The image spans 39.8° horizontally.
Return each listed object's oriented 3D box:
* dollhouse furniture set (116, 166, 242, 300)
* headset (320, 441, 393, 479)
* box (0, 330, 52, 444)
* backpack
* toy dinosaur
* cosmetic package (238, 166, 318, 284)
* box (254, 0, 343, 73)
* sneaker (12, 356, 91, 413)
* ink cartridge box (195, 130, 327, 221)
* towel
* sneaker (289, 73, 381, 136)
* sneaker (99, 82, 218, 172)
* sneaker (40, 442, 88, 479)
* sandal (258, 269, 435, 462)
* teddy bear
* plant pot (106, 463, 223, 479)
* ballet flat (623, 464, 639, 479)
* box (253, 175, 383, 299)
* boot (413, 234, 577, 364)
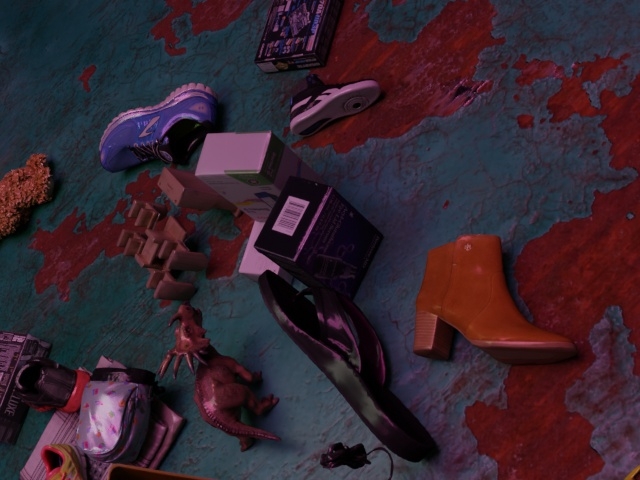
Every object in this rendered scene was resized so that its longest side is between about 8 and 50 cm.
[{"bbox_3d":[-0.294,-0.019,1.911,0.212,0.161,0.242,44,115,41],"label":"dollhouse furniture set"},{"bbox_3d":[0.123,0.479,1.288,0.243,0.185,0.394,-33,62,15],"label":"headset"},{"bbox_3d":[-0.792,0.330,2.069,0.307,0.076,0.242,1,66,35],"label":"box"},{"bbox_3d":[-0.399,0.339,1.710,0.152,0.115,0.182,-4,68,28],"label":"backpack"},{"bbox_3d":[-0.194,0.270,1.609,0.127,0.200,0.296,-43,50,7],"label":"toy dinosaur"},{"bbox_3d":[-0.078,-0.031,1.789,0.099,0.060,0.239,3,67,35],"label":"cosmetic package"},{"bbox_3d":[-0.046,-0.496,2.031,0.175,0.051,0.220,0,65,34],"label":"box"},{"bbox_3d":[-0.577,0.296,1.827,0.276,0.135,0.098,-10,57,52],"label":"sneaker"},{"bbox_3d":[-0.108,-0.117,1.678,0.154,0.212,0.093,1,69,33],"label":"ink cartridge box"},{"bbox_3d":[-0.454,0.420,1.802,0.312,0.056,0.324,26,81,41],"label":"towel"},{"bbox_3d":[0.021,-0.317,1.867,0.217,0.079,0.121,-23,56,24],"label":"sneaker"},{"bbox_3d":[-0.384,-0.240,2.071,0.330,0.130,0.147,-26,51,20],"label":"sneaker"},{"bbox_3d":[-0.492,0.480,1.713,0.081,0.094,0.208,-42,54,6],"label":"sneaker"},{"bbox_3d":[0.056,0.185,1.518,0.107,0.167,0.446,-50,57,9],"label":"sandal"},{"bbox_3d":[-0.829,-0.097,2.309,0.338,0.113,0.245,-29,50,18],"label":"teddy bear"},{"bbox_3d":[-0.290,0.521,1.520,0.187,0.212,0.212,132,148,-59],"label":"plant pot"},{"bbox_3d":[0.456,0.331,1.212,0.231,0.077,0.077,-51,49,0],"label":"ballet flat"},{"bbox_3d":[0.000,0.000,1.622,0.108,0.207,0.153,18,77,39],"label":"box"},{"bbox_3d":[0.284,0.089,1.448,0.295,0.104,0.211,-3,64,38],"label":"boot"}]
